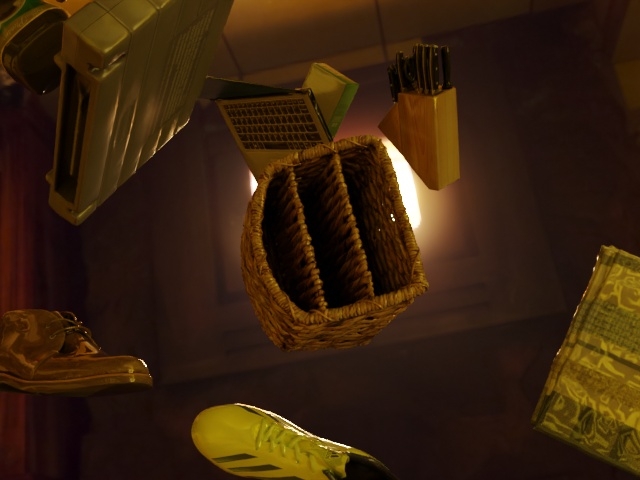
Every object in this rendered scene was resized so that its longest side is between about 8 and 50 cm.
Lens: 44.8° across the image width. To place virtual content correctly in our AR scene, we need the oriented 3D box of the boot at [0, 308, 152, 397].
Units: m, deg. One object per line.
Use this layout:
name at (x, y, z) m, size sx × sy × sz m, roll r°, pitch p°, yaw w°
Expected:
boot at (-0.325, 0.140, 0.974) m, size 0.305 × 0.115 × 0.112 m, roll -4°, pitch 162°, yaw 36°

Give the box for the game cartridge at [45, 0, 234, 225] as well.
game cartridge at (-0.194, -0.173, 0.838) m, size 0.068 × 0.230 × 0.355 m, roll 36°, pitch 149°, yaw -3°

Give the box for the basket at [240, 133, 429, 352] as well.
basket at (0.000, 0.000, 1.219) m, size 0.214 × 0.299 × 0.223 m, roll 1°, pitch 151°, yaw -24°

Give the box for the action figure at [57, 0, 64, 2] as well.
action figure at (-0.061, -0.144, 0.280) m, size 0.341 × 0.178 × 0.330 m, roll 17°, pitch 168°, yaw -43°

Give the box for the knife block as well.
knife block at (0.244, -0.279, 1.664) m, size 0.088 × 0.275 × 0.242 m, roll -30°, pitch 168°, yaw -39°

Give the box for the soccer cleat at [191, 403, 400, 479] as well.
soccer cleat at (-0.023, 0.277, 0.999) m, size 0.289 × 0.093 × 0.121 m, roll 27°, pitch 150°, yaw -16°

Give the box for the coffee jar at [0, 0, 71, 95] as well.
coffee jar at (-0.346, -0.246, 0.879) m, size 0.096 × 0.184 × 0.079 m, roll -44°, pitch 157°, yaw -9°

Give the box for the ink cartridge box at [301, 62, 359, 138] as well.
ink cartridge box at (-0.005, -0.306, 1.861) m, size 0.062 × 0.109 × 0.209 m, roll -12°, pitch 133°, yaw -56°

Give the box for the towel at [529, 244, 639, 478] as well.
towel at (0.433, 0.169, 1.062) m, size 0.209 × 0.285 × 0.034 m, roll 24°, pitch 175°, yaw 14°

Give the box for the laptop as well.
laptop at (-0.192, -0.227, 1.733) m, size 0.236 × 0.407 × 0.382 m, roll -39°, pitch -152°, yaw -27°
